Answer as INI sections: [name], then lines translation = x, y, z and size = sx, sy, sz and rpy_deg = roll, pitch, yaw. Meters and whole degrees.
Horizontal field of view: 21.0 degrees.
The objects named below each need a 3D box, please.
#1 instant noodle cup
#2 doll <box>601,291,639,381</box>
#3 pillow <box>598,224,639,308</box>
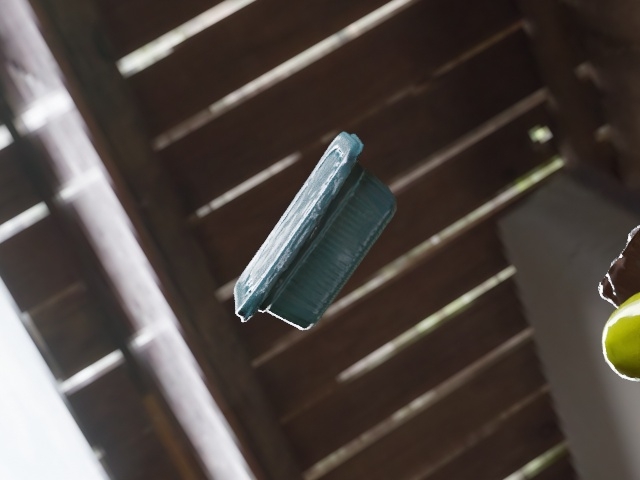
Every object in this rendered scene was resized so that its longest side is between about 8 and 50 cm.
[instant noodle cup]
translation = 0.000, 0.000, 1.465
size = 0.070, 0.179, 0.157
rpy_deg = 35, -175, -6
[doll]
translation = 0.163, -0.014, 0.348
size = 0.241, 0.135, 0.098
rpy_deg = -28, 94, 44
[pillow]
translation = 0.317, 0.045, 1.152
size = 0.248, 0.049, 0.135
rpy_deg = 21, 150, 3
